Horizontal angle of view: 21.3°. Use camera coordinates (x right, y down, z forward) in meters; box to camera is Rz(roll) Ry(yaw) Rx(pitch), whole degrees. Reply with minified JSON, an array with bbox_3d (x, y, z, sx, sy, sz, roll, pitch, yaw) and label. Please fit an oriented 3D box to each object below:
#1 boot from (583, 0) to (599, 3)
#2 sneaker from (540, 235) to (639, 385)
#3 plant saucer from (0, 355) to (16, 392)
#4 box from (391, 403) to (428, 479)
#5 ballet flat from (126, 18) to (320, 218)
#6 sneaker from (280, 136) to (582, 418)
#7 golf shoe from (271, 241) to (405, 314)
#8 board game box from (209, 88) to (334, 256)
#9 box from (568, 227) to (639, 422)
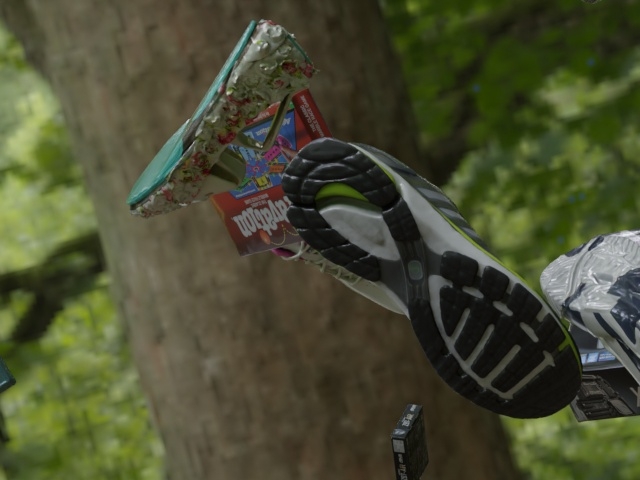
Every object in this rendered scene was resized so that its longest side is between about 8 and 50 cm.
[{"bbox_3d":[0.307,-0.361,1.825,0.076,0.190,0.208,-20,4,-14],"label":"boot"},{"bbox_3d":[0.277,0.091,1.391,0.094,0.153,0.235,-36,25,-20],"label":"sneaker"},{"bbox_3d":[-0.438,0.181,1.901,0.192,0.067,0.018,-31,5,-14],"label":"plant saucer"},{"bbox_3d":[0.105,0.243,1.979,0.018,0.083,0.067,4,32,21],"label":"box"},{"bbox_3d":[-0.085,-0.088,1.481,0.241,0.077,0.091,-49,15,36],"label":"ballet flat"},{"bbox_3d":[0.105,0.020,1.402,0.111,0.300,0.121,-44,-2,23],"label":"sneaker"},{"bbox_3d":[0.000,0.000,2.115,0.140,0.306,0.115,-41,-13,-46],"label":"golf shoe"},{"bbox_3d":[-0.051,-0.064,1.789,0.027,0.145,0.281,-33,8,-27],"label":"board game box"},{"bbox_3d":[0.425,0.071,1.806,0.307,0.076,0.242,-9,34,28],"label":"box"}]
